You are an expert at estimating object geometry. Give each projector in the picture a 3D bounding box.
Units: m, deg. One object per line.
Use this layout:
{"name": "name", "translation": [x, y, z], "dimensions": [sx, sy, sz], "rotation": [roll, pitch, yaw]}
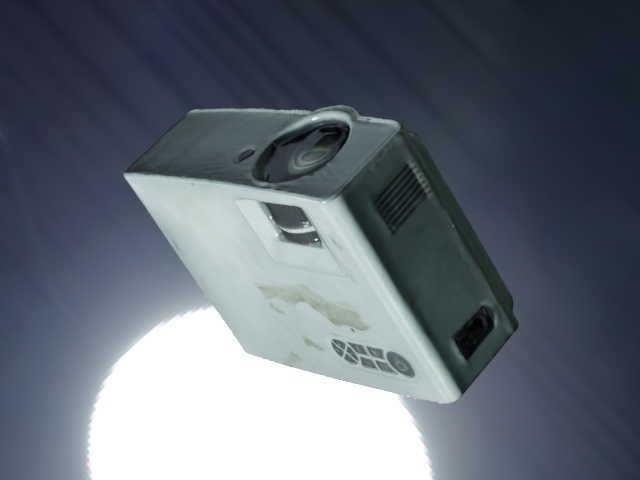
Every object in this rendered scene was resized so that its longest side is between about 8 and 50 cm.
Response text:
{"name": "projector", "translation": [0.000, 0.000, 0.744], "dimensions": [0.147, 0.115, 0.061], "rotation": [8, -131, 50]}
